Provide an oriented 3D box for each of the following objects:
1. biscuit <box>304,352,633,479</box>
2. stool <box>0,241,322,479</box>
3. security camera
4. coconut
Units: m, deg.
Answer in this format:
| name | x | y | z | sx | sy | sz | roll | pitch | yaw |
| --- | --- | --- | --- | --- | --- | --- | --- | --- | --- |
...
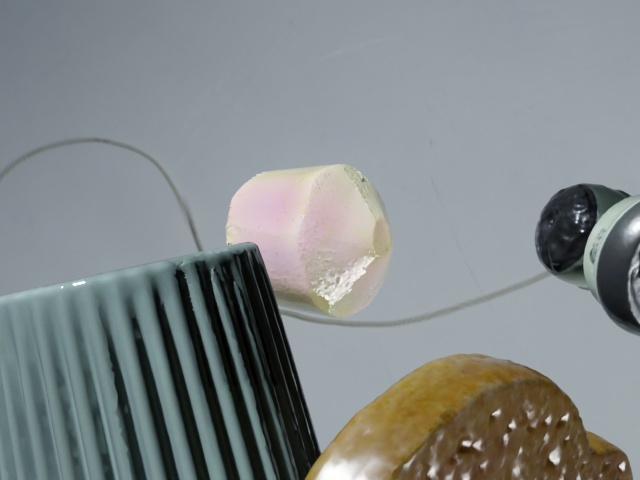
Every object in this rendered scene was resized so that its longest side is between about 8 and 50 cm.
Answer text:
| name | x | y | z | sx | sy | sz | roll | pitch | yaw |
| --- | --- | --- | --- | --- | --- | --- | --- | --- | --- |
| biscuit | 0.107 | 0.255 | 0.567 | 0.350 | 0.394 | 0.070 | -30 | 29 | -34 |
| stool | -0.137 | 0.185 | 0.678 | 0.297 | 0.297 | 0.330 | -12 | 91 | 8 |
| security camera | 0.422 | 0.008 | 1.111 | 0.191 | 0.277 | 0.197 | 13 | 101 | -15 |
| coconut | 0.000 | 0.000 | 1.222 | 0.245 | 0.233 | 0.233 | 5 | 78 | 37 |
